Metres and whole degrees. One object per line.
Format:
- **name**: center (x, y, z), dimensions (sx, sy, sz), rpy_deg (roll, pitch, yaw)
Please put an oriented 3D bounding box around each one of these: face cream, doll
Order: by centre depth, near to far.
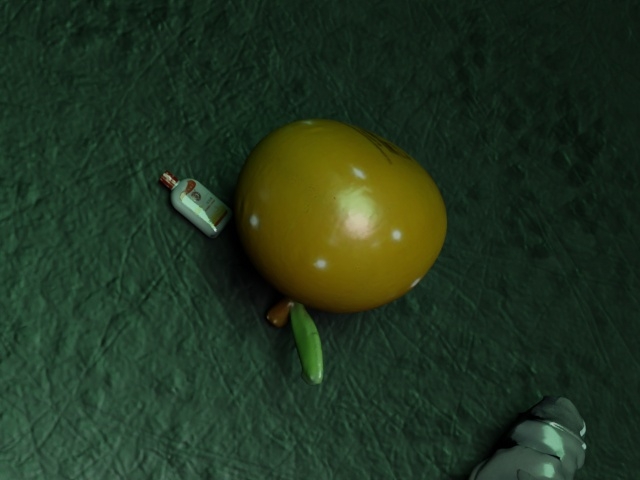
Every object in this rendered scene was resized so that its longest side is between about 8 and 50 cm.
- **doll**: center (0.000, 0.000, 1.549), dimensions (0.213, 0.213, 0.236), rpy_deg (27, 102, -12)
- **face cream**: center (-0.130, -0.040, 1.591), dimensions (0.083, 0.021, 0.040), rpy_deg (40, 60, -4)

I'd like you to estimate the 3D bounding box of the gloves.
- **gloves**: center (0.185, 0.283, 1.568), dimensions (0.142, 0.119, 0.285), rpy_deg (15, 66, 17)
